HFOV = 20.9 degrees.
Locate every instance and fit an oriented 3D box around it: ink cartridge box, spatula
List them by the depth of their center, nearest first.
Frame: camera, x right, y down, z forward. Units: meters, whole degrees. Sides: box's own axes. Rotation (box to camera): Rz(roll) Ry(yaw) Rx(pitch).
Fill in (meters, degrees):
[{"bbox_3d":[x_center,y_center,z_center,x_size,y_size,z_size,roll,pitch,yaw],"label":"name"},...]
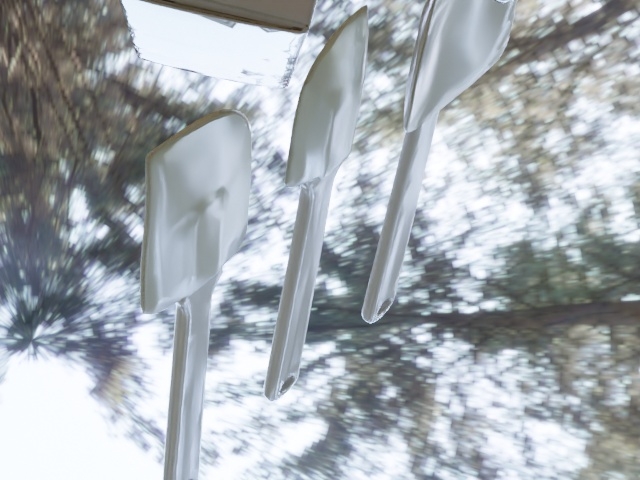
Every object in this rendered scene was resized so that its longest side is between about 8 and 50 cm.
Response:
[{"bbox_3d":[0.000,0.000,0.623,0.019,0.242,0.168,38,-120,19],"label":"spatula"},{"bbox_3d":[-0.029,-0.134,0.676,0.072,0.175,0.127,14,-92,-3],"label":"ink cartridge box"}]

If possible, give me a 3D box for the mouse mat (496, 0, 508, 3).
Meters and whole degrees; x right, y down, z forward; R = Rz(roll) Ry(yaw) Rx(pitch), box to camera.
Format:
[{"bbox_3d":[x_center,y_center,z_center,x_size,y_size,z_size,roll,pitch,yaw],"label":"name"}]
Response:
[{"bbox_3d":[0.136,-0.100,0.338,0.190,0.152,0.007,-31,-84,-35],"label":"mouse mat"}]
